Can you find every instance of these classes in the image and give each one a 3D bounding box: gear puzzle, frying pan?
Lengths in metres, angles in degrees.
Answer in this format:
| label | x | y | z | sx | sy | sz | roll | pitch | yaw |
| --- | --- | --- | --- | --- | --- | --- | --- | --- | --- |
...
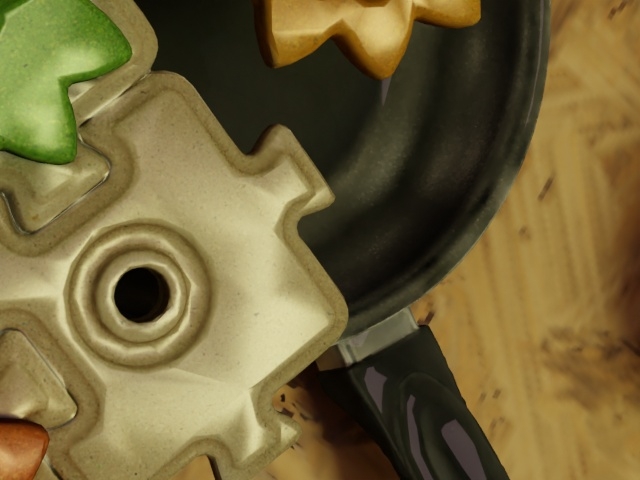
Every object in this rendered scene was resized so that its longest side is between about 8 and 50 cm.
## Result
| label | x | y | z | sx | sy | sz | roll | pitch | yaw |
| --- | --- | --- | --- | --- | --- | --- | --- | --- | --- |
| gear puzzle | -0.080 | 0.005 | 0.316 | 0.339 | 0.044 | 0.175 | -39 | 105 | -14 |
| frying pan | 0.016 | -0.023 | 0.411 | 0.326 | 0.053 | 0.197 | 47 | 67 | -20 |
